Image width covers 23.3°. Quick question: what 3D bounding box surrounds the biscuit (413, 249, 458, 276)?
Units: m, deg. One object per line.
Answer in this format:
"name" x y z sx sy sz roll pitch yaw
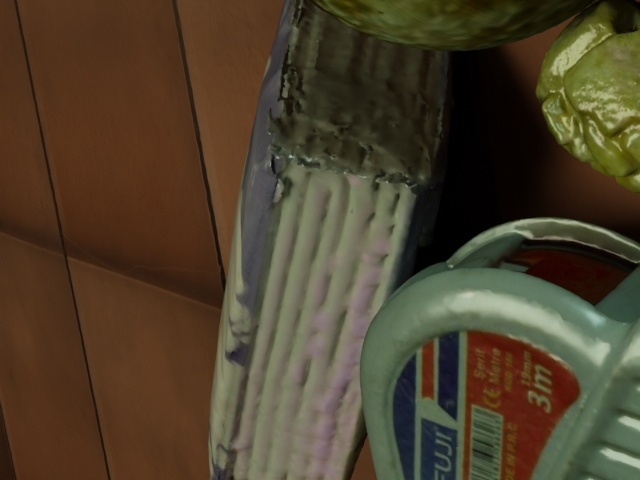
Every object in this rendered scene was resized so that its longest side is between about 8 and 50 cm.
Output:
"biscuit" 0.126 0.147 1.095 0.208 0.041 0.290 -37 68 60

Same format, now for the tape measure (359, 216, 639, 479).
"tape measure" 0.146 0.101 0.910 0.246 0.125 0.243 20 124 33

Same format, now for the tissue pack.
"tissue pack" 0.000 0.000 1.087 0.242 0.125 0.343 -84 6 -46

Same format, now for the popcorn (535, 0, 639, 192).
"popcorn" 0.175 -0.080 0.822 0.120 0.116 0.106 -100 31 -76

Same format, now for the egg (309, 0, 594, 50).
"egg" 0.060 -0.232 0.808 0.238 0.238 0.289 102 156 -43
